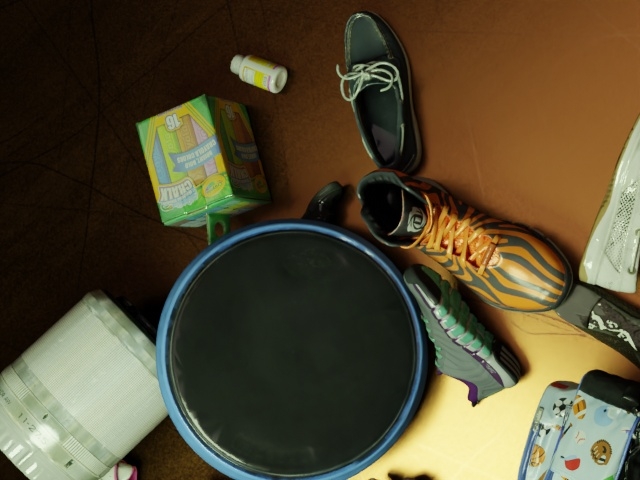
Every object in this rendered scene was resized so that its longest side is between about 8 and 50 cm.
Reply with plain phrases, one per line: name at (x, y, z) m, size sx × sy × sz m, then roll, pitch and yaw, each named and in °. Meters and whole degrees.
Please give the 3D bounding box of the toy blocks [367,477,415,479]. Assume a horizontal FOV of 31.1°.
toy blocks at (0.189, 0.520, 1.559) m, size 0.260 × 0.309 × 0.288 m, roll 7°, pitch 105°, yaw -9°

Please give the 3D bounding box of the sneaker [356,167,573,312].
sneaker at (0.173, 0.002, 1.545) m, size 0.321 × 0.180 × 0.124 m, roll 28°, pitch 100°, yaw 32°

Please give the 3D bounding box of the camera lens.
camera lens at (-0.350, 0.227, 1.731) m, size 0.274 × 0.219 × 0.219 m, roll -44°, pitch 71°, yaw -10°

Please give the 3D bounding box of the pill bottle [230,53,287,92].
pill bottle at (-0.096, -0.259, 1.766) m, size 0.083 × 0.043 × 0.043 m, roll 24°, pitch 98°, yaw 22°

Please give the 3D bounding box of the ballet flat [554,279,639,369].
ballet flat at (0.422, 0.130, 1.533) m, size 0.250 × 0.058 × 0.084 m, roll 31°, pitch 102°, yaw 16°

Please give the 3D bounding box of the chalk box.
chalk box at (-0.169, -0.096, 1.747) m, size 0.132 × 0.132 × 0.213 m, roll -20°, pitch 82°, yaw 22°

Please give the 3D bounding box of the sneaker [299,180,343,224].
sneaker at (-0.001, 0.000, 1.717) m, size 0.089 × 0.051 × 0.170 m, roll 46°, pitch 110°, yaw 17°

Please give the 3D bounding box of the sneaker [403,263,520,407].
sneaker at (0.173, 0.137, 1.593) m, size 0.098 × 0.083 × 0.223 m, roll -39°, pitch 96°, yaw 25°

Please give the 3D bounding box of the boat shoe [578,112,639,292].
boat shoe at (0.428, -0.064, 1.514) m, size 0.096 × 0.098 × 0.277 m, roll 20°, pitch 99°, yaw 15°

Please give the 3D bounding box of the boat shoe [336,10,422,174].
boat shoe at (0.080, -0.218, 1.670) m, size 0.095 × 0.079 × 0.254 m, roll -12°, pitch 84°, yaw 23°

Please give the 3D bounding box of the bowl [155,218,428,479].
bowl at (-0.039, 0.159, 1.624) m, size 0.391 × 0.077 × 0.391 m, roll 0°, pitch 84°, yaw -3°

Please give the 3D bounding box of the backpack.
backpack at (0.368, 0.307, 1.434) m, size 0.213 × 0.277 × 0.263 m, roll 9°, pitch 80°, yaw 51°

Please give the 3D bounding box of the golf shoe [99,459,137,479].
golf shoe at (-0.373, 0.375, 1.847) m, size 0.140 × 0.115 × 0.306 m, roll -43°, pitch 75°, yaw 1°
